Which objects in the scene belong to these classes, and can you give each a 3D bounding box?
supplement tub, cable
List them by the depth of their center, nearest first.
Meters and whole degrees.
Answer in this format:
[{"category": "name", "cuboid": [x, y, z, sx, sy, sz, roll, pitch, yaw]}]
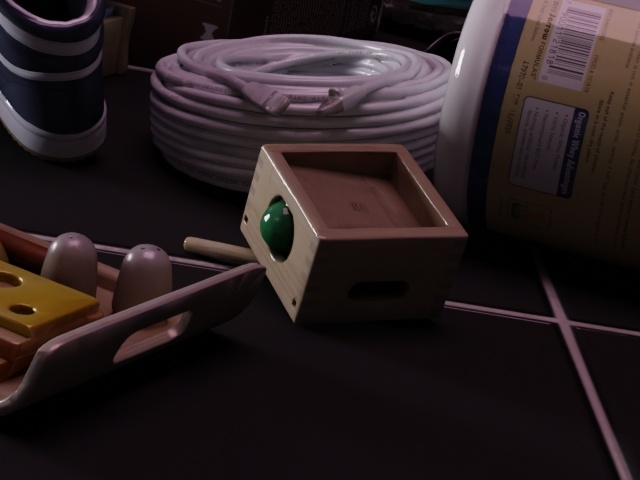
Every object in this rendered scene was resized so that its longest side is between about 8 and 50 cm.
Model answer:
[{"category": "supplement tub", "cuboid": [0.265, -0.086, 1.395, 0.316, 0.228, 0.228, 16, 20, 13]}, {"category": "cable", "cuboid": [-0.010, -0.108, 1.478, 0.257, 0.089, 0.257, -13, 21, -39]}]

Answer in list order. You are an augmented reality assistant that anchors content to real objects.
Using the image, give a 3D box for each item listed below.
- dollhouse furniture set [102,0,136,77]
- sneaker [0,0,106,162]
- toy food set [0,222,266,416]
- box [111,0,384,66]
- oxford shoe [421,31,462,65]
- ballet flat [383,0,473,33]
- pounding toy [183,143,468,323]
[{"category": "dollhouse furniture set", "cuboid": [-0.245, -0.243, 1.626, 0.129, 0.184, 0.129, 16, 20, 16]}, {"category": "sneaker", "cuboid": [-0.258, -0.201, 1.435, 0.099, 0.153, 0.282, -27, 56, -30]}, {"category": "toy food set", "cuboid": [-0.216, -0.002, 1.094, 0.306, 0.092, 0.219, 20, 20, 25]}, {"category": "box", "cuboid": [-0.086, -0.274, 1.881, 0.191, 0.143, 0.381, 18, 22, 20]}, {"category": "oxford shoe", "cuboid": [0.153, -0.141, 1.687, 0.097, 0.098, 0.271, 23, 23, 32]}, {"category": "ballet flat", "cuboid": [0.045, -0.314, 2.131, 0.409, 0.147, 0.147, 21, 21, 18]}, {"category": "pounding toy", "cuboid": [0.000, 0.000, 1.236, 0.141, 0.100, 0.130, -2, 37, -26]}]
